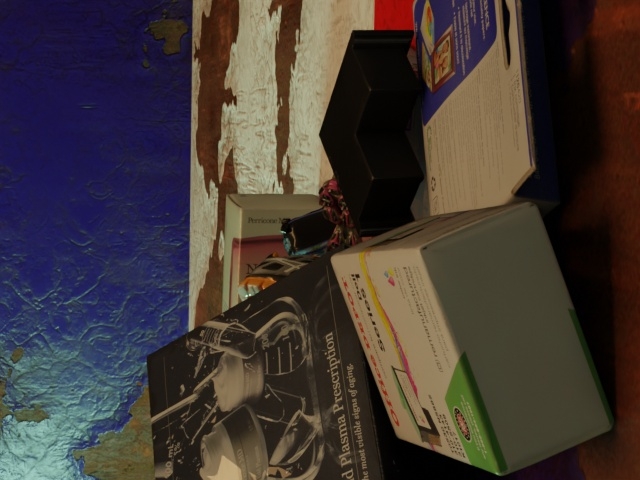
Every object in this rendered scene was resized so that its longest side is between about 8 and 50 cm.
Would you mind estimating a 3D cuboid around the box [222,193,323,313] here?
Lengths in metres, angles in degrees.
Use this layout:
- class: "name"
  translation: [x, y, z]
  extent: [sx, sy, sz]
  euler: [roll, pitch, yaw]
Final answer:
- class: "box"
  translation: [-0.068, 0.051, 2.147]
  extent: [0.127, 0.148, 0.232]
  euler: [-137, 48, -72]

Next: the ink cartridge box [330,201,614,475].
- class: "ink cartridge box"
  translation: [0.125, 0.083, 1.252]
  extent: [0.278, 0.117, 0.201]
  euler: [173, 76, -75]

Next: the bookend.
- class: "bookend"
  translation: [0.069, -0.114, 1.475]
  extent: [0.157, 0.072, 0.156]
  euler: [109, 150, -45]

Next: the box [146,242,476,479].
- class: "box"
  translation: [-0.014, 0.237, 1.524]
  extent: [0.312, 0.179, 0.343]
  euler: [-31, 51, 30]

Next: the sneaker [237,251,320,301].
- class: "sneaker"
  translation: [-0.007, 0.058, 1.853]
  extent: [0.083, 0.214, 0.084]
  euler: [-59, -35, -36]

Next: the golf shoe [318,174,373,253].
- class: "golf shoe"
  translation: [0.049, -0.017, 1.865]
  extent: [0.086, 0.067, 0.186]
  euler: [-45, -39, -43]

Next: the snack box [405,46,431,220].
- class: "snack box"
  translation: [0.087, -0.134, 1.656]
  extent: [0.207, 0.070, 0.175]
  euler: [-121, 33, -67]

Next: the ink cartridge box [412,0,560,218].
- class: "ink cartridge box"
  translation: [0.166, -0.156, 1.329]
  extent: [0.307, 0.072, 0.304]
  euler: [131, 139, -69]

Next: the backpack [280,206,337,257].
- class: "backpack"
  translation: [0.000, 0.000, 1.958]
  extent: [0.114, 0.105, 0.084]
  euler: [117, 131, -82]
